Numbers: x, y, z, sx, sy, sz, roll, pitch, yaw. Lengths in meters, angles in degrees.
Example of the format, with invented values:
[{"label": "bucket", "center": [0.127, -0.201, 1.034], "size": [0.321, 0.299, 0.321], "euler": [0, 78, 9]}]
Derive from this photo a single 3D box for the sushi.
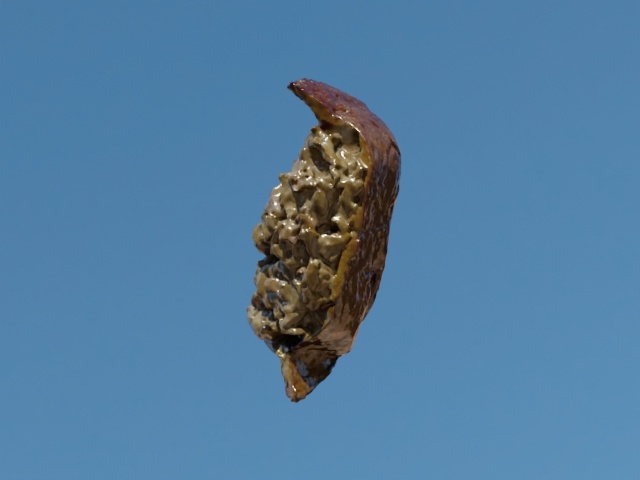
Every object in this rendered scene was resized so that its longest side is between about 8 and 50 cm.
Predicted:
[{"label": "sushi", "center": [0.000, 0.000, 0.770], "size": [0.055, 0.052, 0.120], "euler": [-1, -70, -52]}]
